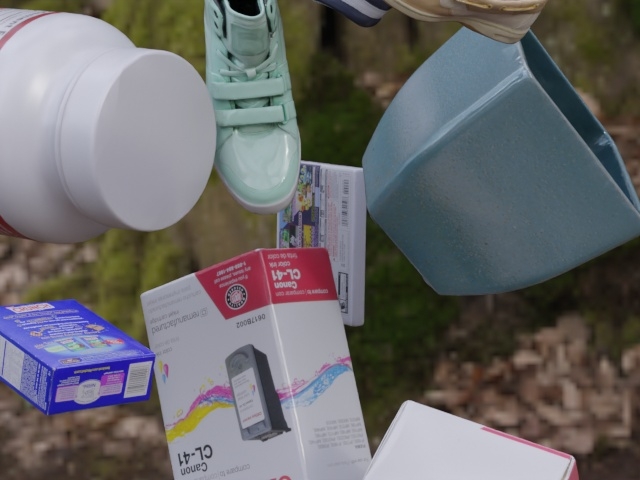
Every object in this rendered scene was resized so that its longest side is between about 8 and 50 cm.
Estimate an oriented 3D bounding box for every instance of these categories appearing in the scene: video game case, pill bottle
[{"bbox_3d":[0.000,0.000,2.332,0.023,0.201,0.183,-4,8,-34],"label":"video game case"},{"bbox_3d":[-0.313,-0.119,1.807,0.407,0.229,0.229,10,16,37],"label":"pill bottle"}]

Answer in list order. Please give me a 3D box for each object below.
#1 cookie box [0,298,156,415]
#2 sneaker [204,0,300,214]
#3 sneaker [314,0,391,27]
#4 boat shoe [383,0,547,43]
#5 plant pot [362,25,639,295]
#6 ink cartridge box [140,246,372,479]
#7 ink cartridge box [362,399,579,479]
[{"bbox_3d":[-0.187,0.082,1.293,0.091,0.040,0.107,-5,25,-42],"label":"cookie box"},{"bbox_3d":[-0.076,-0.158,1.739,0.094,0.256,0.151,-9,-10,-1],"label":"sneaker"},{"bbox_3d":[0.004,-0.335,1.745,0.099,0.153,0.282,-6,54,-52],"label":"sneaker"},{"bbox_3d":[0.103,-0.197,1.340,0.170,0.063,0.059,9,-41,-39],"label":"boat shoe"},{"bbox_3d":[0.188,-0.080,2.050,0.252,0.248,0.247,-35,23,15],"label":"plant pot"},{"bbox_3d":[-0.077,0.180,2.153,0.226,0.306,0.131,-21,-16,39],"label":"ink cartridge box"},{"bbox_3d":[0.182,0.323,1.975,0.207,0.283,0.117,16,58,26],"label":"ink cartridge box"}]
